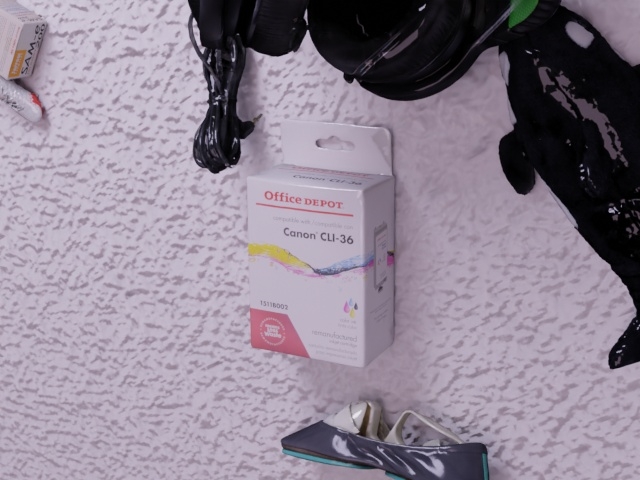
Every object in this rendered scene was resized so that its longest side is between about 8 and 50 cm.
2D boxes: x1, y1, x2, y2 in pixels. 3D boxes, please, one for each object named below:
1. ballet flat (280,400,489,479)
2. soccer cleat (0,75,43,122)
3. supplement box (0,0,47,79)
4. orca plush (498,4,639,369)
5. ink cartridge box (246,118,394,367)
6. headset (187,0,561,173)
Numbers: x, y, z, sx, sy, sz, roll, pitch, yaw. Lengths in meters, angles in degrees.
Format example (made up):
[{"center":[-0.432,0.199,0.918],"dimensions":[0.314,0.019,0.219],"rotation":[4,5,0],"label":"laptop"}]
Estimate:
[{"center":[0.059,0.181,1.006],"dimensions":[0.203,0.074,0.074],"rotation":[10,109,31],"label":"ballet flat"},{"center":[-0.308,-0.146,1.113],"dimensions":[0.083,0.036,0.029],"rotation":[48,120,8],"label":"soccer cleat"},{"center":[-0.321,-0.208,1.101],"dimensions":[0.098,0.036,0.062],"rotation":[33,117,16],"label":"supplement box"},{"center":[0.197,-0.037,0.841],"dimensions":[0.151,0.102,0.287],"rotation":[-6,102,29],"label":"orca plush"},{"center":[0.000,0.000,0.976],"dimensions":[0.115,0.067,0.198],"rotation":[7,108,26],"label":"ink cartridge box"},{"center":[0.002,-0.159,0.832],"dimensions":[0.394,0.243,0.185],"rotation":[-8,73,60],"label":"headset"}]
